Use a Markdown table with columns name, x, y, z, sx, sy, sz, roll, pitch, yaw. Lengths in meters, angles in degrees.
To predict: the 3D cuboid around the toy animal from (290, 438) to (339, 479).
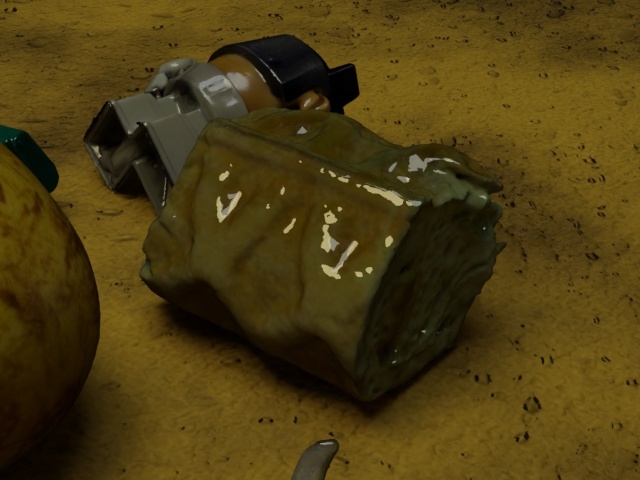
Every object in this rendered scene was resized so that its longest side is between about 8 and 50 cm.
| name | x | y | z | sx | sy | sz | roll | pitch | yaw |
| --- | --- | --- | --- | --- | --- | --- | --- | --- | --- |
| toy animal | -0.002 | 0.235 | 0.557 | 0.121 | 0.169 | 0.233 | 1 | 20 | -1 |

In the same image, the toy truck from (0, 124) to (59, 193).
| name | x | y | z | sx | sy | sz | roll | pitch | yaw |
| --- | --- | --- | --- | --- | --- | --- | --- | --- | --- |
| toy truck | -0.356 | -0.021 | 0.965 | 0.114 | 0.124 | 0.253 | 15 | 34 | 25 |

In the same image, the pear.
| name | x | y | z | sx | sy | sz | roll | pitch | yaw |
| --- | --- | --- | --- | --- | --- | --- | --- | --- | --- |
| pear | -0.298 | 0.043 | 0.739 | 0.280 | 0.281 | 0.281 | 1 | 33 | -1 |

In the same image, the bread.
| name | x | y | z | sx | sy | sz | roll | pitch | yaw |
| --- | --- | --- | --- | --- | --- | --- | --- | --- | --- |
| bread | 0.004 | -0.002 | 0.894 | 0.252 | 0.239 | 0.196 | 32 | 3 | 32 |

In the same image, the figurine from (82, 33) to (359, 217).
| name | x | y | z | sx | sy | sz | roll | pitch | yaw |
| --- | --- | --- | --- | --- | --- | --- | --- | --- | --- |
| figurine | -0.092 | -0.134 | 1.128 | 0.308 | 0.143 | 0.309 | 4 | 52 | -5 |
